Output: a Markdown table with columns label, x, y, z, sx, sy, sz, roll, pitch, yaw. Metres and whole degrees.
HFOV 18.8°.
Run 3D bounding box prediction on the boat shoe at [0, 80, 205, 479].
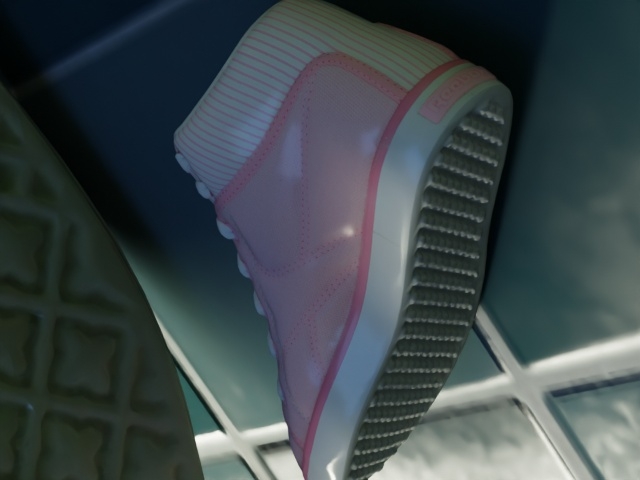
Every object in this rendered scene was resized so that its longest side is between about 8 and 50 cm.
| label | x | y | z | sx | sy | sz | roll | pitch | yaw |
| --- | --- | --- | --- | --- | --- | --- | --- | --- | --- |
| boat shoe | -0.187 | -0.004 | 0.543 | 0.156 | 0.187 | 0.500 | -20 | 103 | 56 |

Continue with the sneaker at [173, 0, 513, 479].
| label | x | y | z | sx | sy | sz | roll | pitch | yaw |
| --- | --- | --- | --- | --- | --- | --- | --- | --- | --- |
| sneaker | 0.000 | 0.000 | 0.463 | 0.070 | 0.051 | 0.134 | 32 | 137 | 22 |
